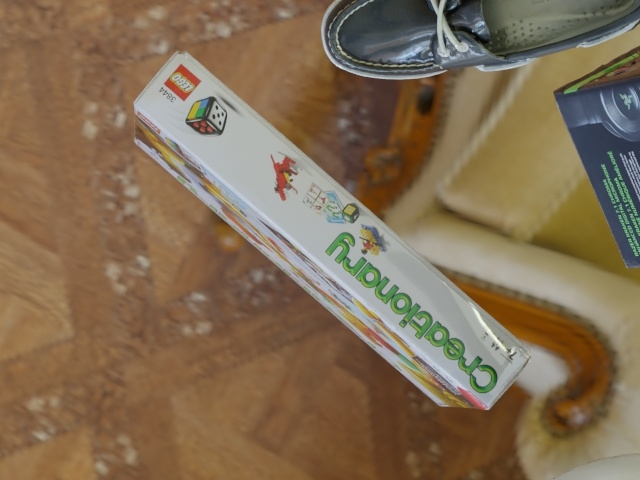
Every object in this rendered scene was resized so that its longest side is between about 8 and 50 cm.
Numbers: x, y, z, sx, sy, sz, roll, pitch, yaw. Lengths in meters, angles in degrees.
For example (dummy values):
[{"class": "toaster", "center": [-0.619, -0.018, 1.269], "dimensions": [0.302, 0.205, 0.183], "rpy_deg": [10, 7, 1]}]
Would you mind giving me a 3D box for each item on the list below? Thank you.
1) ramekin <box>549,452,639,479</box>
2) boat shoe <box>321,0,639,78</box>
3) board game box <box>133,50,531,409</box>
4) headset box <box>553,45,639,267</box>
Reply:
[{"class": "ramekin", "center": [0.178, 0.262, 0.968], "dimensions": [0.277, 0.135, 0.277], "rpy_deg": [-11, 111, -30]}, {"class": "boat shoe", "center": [0.145, -0.206, 1.663], "dimensions": [0.302, 0.091, 0.114], "rpy_deg": [-14, 101, 8]}, {"class": "board game box", "center": [0.000, 0.000, 1.305], "dimensions": [0.305, 0.193, 0.053], "rpy_deg": [41, 83, -1]}, {"class": "headset box", "center": [0.322, -0.097, 1.163], "dimensions": [0.246, 0.283, 0.131], "rpy_deg": [-29, 99, -26]}]
